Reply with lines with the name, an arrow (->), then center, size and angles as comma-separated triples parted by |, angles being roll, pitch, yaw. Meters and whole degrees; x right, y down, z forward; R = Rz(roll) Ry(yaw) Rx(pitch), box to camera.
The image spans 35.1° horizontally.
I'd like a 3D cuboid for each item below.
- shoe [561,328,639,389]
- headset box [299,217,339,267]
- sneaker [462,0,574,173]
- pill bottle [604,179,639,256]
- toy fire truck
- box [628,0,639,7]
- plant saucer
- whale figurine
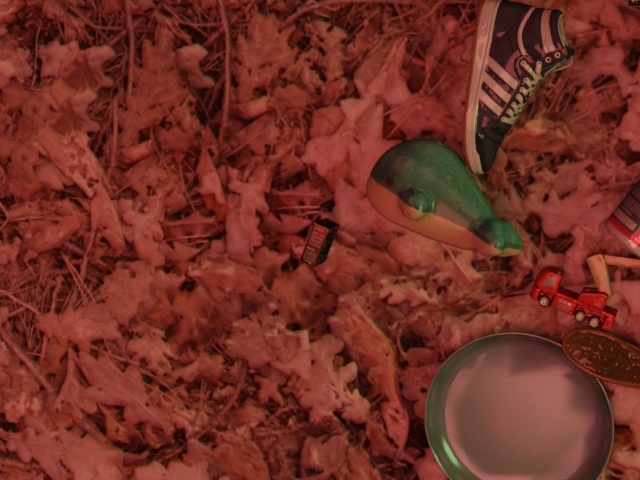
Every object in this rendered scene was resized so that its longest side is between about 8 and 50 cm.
shoe -> 0.494, 0.204, 1.636 | 0.219, 0.058, 0.076 | 20, 80, 10
headset box -> 0.000, 0.000, 1.777 | 0.032, 0.062, 0.083 | 24, 106, 13
sneaker -> 0.317, -0.240, 1.616 | 0.153, 0.099, 0.282 | 8, 98, 19
pill bottle -> 0.537, -0.061, 1.564 | 0.108, 0.108, 0.180 | 38, 108, 10
toy fire truck -> 0.452, 0.070, 1.640 | 0.192, 0.047, 0.135 | 23, 109, 15
box -> 0.502, -0.427, 1.515 | 0.029, 0.116, 0.162 | 11, 102, 32
plant saucer -> 0.337, 0.307, 1.723 | 0.318, 0.044, 0.317 | 3, 99, 19
whale figurine -> 0.206, -0.070, 1.620 | 0.272, 0.216, 0.141 | 32, 107, 32
